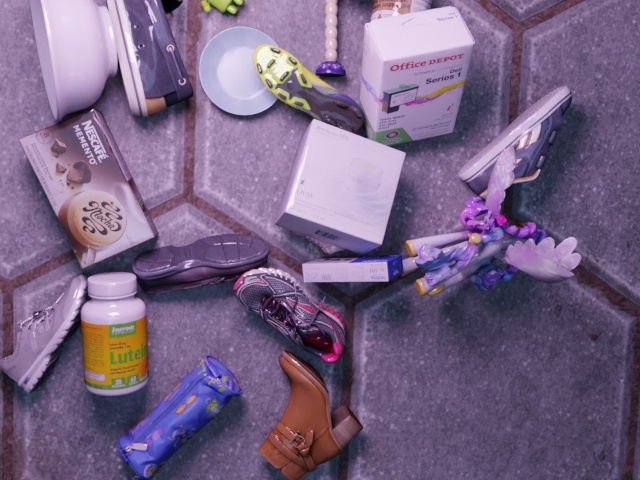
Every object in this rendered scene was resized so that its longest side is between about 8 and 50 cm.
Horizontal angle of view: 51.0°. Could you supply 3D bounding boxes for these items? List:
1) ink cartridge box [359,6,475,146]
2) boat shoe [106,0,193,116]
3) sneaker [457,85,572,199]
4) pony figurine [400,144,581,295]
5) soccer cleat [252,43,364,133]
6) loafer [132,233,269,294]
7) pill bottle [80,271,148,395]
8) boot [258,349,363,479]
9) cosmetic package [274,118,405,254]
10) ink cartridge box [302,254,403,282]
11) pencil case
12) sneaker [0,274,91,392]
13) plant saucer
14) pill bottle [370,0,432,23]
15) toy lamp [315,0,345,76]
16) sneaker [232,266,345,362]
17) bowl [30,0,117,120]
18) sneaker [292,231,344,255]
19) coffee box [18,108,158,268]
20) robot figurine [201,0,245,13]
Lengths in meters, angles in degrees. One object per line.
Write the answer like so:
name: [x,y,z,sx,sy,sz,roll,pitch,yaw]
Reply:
ink cartridge box: [0.199,-0.345,1.454,0.201,0.278,0.117,-13,59,-8]
boat shoe: [-0.372,-0.516,1.404,0.156,0.187,0.500,-12,102,-13]
sneaker: [0.485,-0.220,1.595,0.321,0.126,0.127,-42,95,8]
pony figurine: [0.368,0.000,1.493,0.363,0.351,0.303,-20,75,-6]
soccer cleat: [-0.030,-0.332,1.501,0.289,0.121,0.093,33,100,-13]
loafer: [-0.265,0.058,1.521,0.302,0.109,0.095,-8,132,-6]
pill bottle: [-0.447,0.199,1.459,0.136,0.136,0.246,-1,102,-9]
boot: [-0.063,0.416,1.582,0.220,0.109,0.283,-39,107,0]
cosmetic package: [0.043,-0.116,1.499,0.224,0.138,0.225,18,75,-10]
ink cartridge box: [0.073,0.064,1.514,0.207,0.097,0.046,-2,97,27]
pencil case: [-0.322,0.398,1.514,0.306,0.133,0.119,-43,67,-4]
sneaker: [-0.602,0.190,1.463,0.115,0.105,0.281,32,86,-4]
plant saucer: [-0.175,-0.379,1.515,0.195,0.037,0.195,-1,94,-9]
pill bottle: [0.184,-0.527,1.513,0.131,0.131,0.229,8,93,-10]
toy lamp: [0.023,-0.513,1.517,0.080,0.080,0.275,1,96,-9]
sneaker: [-0.061,0.166,1.515,0.299,0.112,0.121,31,113,-16]
bowl: [-0.492,-0.396,1.353,0.134,0.298,0.298,-12,97,-24]
sneaker: [0.000,0.000,1.570,0.134,0.051,0.070,2,90,-14]
coffee box: [-0.491,-0.113,1.445,0.168,0.119,0.297,-23,99,-6]
robot figurine: [-0.223,-0.549,1.477,0.115,0.067,0.101,38,112,-11]
